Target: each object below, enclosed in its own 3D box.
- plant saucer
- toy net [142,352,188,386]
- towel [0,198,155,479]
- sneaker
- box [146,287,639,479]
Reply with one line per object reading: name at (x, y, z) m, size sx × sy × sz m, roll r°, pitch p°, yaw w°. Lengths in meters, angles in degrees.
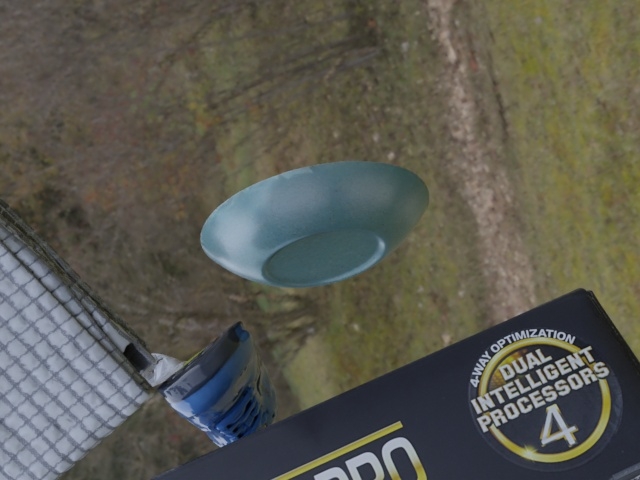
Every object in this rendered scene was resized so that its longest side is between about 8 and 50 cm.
plant saucer at (0.000, 0.000, 0.779) m, size 0.195 × 0.195 × 0.037 m, roll 102°, pitch 156°, yaw -63°
toy net at (-0.275, 0.200, 1.208) m, size 0.045 × 0.232 × 0.122 m, roll 60°, pitch -161°, yaw 6°
towel at (-0.330, 0.107, 0.920) m, size 0.284 × 0.235 × 0.121 m, roll 48°, pitch 179°, yaw -15°
sneaker at (-0.058, 0.110, 0.656) m, size 0.082 × 0.069 × 0.209 m, roll 52°, pitch 172°, yaw 6°
box at (0.016, 0.202, 0.562) m, size 0.395 × 0.318 × 0.097 m, roll 75°, pitch 169°, yaw -62°
